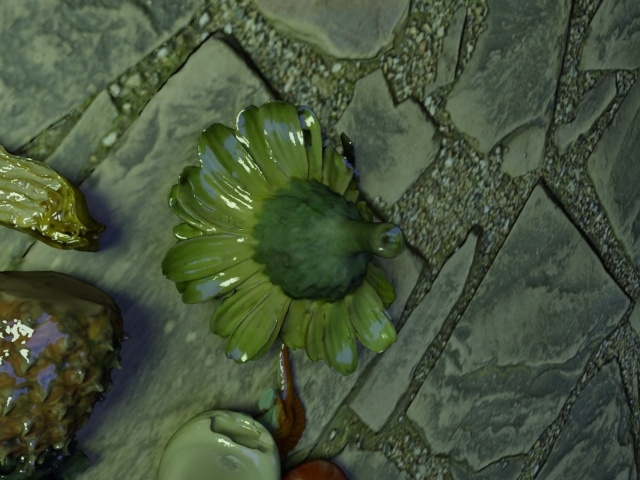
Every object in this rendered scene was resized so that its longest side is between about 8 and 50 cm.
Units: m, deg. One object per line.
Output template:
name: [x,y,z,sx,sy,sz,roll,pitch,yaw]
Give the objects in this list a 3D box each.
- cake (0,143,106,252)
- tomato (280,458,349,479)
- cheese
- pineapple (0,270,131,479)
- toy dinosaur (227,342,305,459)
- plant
cake: [-0.281,-0.047,0.491,0.184,0.116,0.080,17,84,0]
tomato: [-0.010,0.367,0.686,0.155,0.069,0.156,-16,117,-35]
cheese: [-0.130,0.302,0.607,0.137,0.064,0.228,24,106,1]
pineapple: [-0.279,0.185,0.480,0.170,0.141,0.310,13,99,-57]
toy dinosaur: [-0.051,0.234,0.666,0.212,0.057,0.142,-51,131,-13]
plant: [-0.001,-0.024,0.574,0.305,0.297,0.261,27,49,-16]
